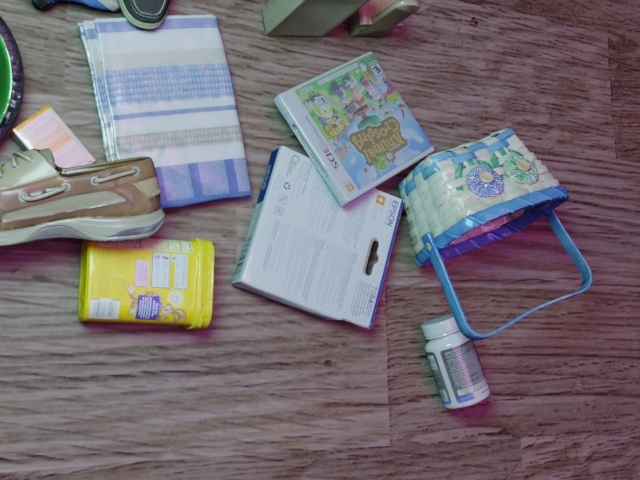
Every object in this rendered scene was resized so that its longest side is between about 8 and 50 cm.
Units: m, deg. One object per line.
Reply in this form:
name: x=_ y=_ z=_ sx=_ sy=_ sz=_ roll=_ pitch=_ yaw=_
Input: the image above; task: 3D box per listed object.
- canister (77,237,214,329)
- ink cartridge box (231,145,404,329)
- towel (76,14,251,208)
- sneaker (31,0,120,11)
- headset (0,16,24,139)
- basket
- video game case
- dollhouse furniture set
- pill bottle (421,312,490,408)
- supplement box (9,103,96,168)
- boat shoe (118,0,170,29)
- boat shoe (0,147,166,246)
canister: x=-0.237 y=0.055 z=1.214 sx=0.170 sy=0.073 sz=0.126 roll=5 pitch=80 yaw=-24
ink cartridge box: x=0.000 y=0.000 z=1.350 sx=0.224 sy=0.045 sz=0.223 roll=23 pitch=72 yaw=-21
towel: x=-0.219 y=-0.186 z=1.280 sx=0.209 sy=0.034 sz=0.284 roll=-11 pitch=87 yaw=-26
sneaker: x=-0.354 y=-0.348 z=1.233 sx=0.152 sy=0.085 sz=0.058 roll=25 pitch=41 yaw=-54
headset: x=-0.530 y=-0.257 z=1.057 sx=0.394 sy=0.185 sz=0.243 roll=43 pitch=66 yaw=-26
basket: x=0.266 y=-0.011 z=1.393 sx=0.255 sy=0.201 sz=0.288 roll=-21 pitch=82 yaw=-28
video game case: x=0.057 y=-0.178 z=1.386 sx=0.212 sy=0.023 sz=0.193 roll=-32 pitch=89 yaw=-36
dollhouse furniture set: x=-0.010 y=-0.507 z=1.352 sx=0.303 sy=0.174 sz=0.355 roll=-4 pitch=84 yaw=-27
pill bottle: x=0.210 y=0.188 z=1.405 sx=0.078 sy=0.078 sz=0.137 roll=-19 pitch=91 yaw=-27
supplement box: x=-0.359 y=-0.124 z=1.201 sx=0.062 sy=0.036 sz=0.098 roll=-43 pitch=101 yaw=-24
boat shoe: x=-0.241 y=-0.409 z=1.265 sx=0.080 sy=0.073 sz=0.223 roll=10 pitch=67 yaw=-21
boat shoe: x=-0.360 y=-0.061 z=1.124 sx=0.325 sy=0.123 sz=0.116 roll=-3 pitch=105 yaw=-22
